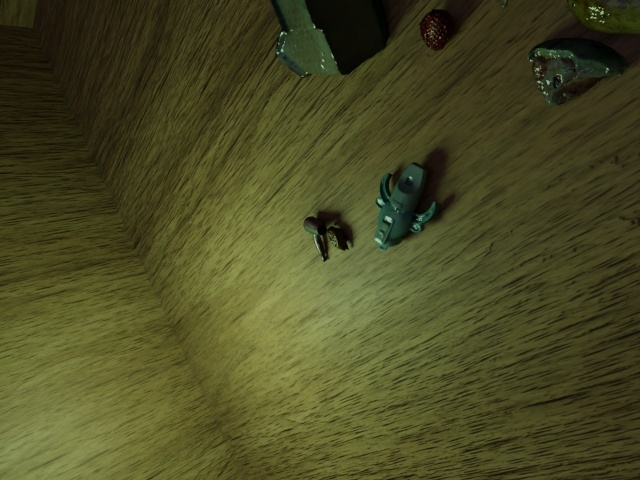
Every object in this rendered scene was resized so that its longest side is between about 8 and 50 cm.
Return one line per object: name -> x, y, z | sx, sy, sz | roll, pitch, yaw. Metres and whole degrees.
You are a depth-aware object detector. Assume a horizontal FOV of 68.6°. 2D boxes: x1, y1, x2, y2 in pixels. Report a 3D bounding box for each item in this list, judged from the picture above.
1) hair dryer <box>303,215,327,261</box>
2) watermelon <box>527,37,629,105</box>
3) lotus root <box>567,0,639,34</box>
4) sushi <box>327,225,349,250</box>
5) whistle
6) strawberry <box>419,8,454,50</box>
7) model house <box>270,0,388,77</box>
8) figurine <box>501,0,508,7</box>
hair dryer -> -0.002, 0.000, 1.558 | 0.106, 0.054, 0.154 | 36, 148, 59
watermelon -> 0.508, -0.340, 0.962 | 0.187, 0.071, 0.139 | 31, 126, 34
lotus root -> 0.569, -0.421, 0.846 | 0.259, 0.110, 0.097 | 30, 119, 35
sushi -> 0.058, -0.010, 1.503 | 0.099, 0.047, 0.050 | 64, 149, 13
whistle -> 0.219, -0.086, 1.298 | 0.186, 0.093, 0.273 | 39, 123, 30
strawberry -> 0.280, -0.507, 1.128 | 0.083, 0.083, 0.096 | 19, 143, 39
model house -> -0.020, -0.601, 1.233 | 0.284, 0.243, 0.298 | 14, 139, 46
figurine -> 0.389, -0.557, 1.030 | 0.083, 0.047, 0.050 | 58, 144, 21
